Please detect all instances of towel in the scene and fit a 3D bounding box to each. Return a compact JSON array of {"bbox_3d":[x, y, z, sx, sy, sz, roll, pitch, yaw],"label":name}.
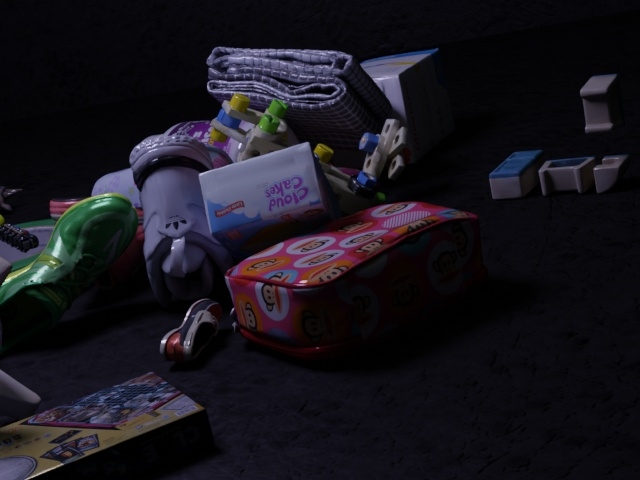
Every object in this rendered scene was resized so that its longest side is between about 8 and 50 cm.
[{"bbox_3d":[-0.040,-0.246,2.211,0.283,0.121,0.235,7,-11,24],"label":"towel"}]

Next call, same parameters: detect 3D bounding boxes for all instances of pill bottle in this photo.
[{"bbox_3d":[-0.190,-0.129,2.229,0.301,0.169,0.169,1,21,41],"label":"pill bottle"}]

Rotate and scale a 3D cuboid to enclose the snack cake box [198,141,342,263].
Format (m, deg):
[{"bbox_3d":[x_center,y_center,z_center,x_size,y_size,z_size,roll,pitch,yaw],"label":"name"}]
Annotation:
[{"bbox_3d":[-0.057,-0.037,1.720,0.152,0.089,0.264,-15,-15,6],"label":"snack cake box"}]

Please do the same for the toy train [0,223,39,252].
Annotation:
[{"bbox_3d":[-0.480,-0.006,2.002,0.036,0.027,0.158,-16,16,-27],"label":"toy train"}]

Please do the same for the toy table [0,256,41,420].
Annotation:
[{"bbox_3d":[-0.444,0.138,1.406,0.274,0.252,0.161,-44,3,7],"label":"toy table"}]

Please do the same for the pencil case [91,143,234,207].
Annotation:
[{"bbox_3d":[-0.262,-0.077,2.111,0.273,0.124,0.113,-14,1,39],"label":"pencil case"}]

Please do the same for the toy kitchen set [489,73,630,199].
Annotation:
[{"bbox_3d":[0.366,-0.164,1.932,0.207,0.166,0.122,-3,18,30],"label":"toy kitchen set"}]

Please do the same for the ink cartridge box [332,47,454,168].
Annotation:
[{"bbox_3d":[0.130,-0.252,2.411,0.168,0.171,0.232,-4,17,27],"label":"ink cartridge box"}]

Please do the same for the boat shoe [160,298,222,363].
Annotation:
[{"bbox_3d":[-0.152,0.113,1.577,0.043,0.049,0.137,-2,21,23],"label":"boat shoe"}]

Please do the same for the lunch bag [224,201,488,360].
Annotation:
[{"bbox_3d":[0.032,0.039,1.565,0.293,0.120,0.258,-23,18,-32],"label":"lunch bag"}]

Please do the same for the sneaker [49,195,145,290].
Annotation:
[{"bbox_3d":[-0.321,0.012,1.960,0.116,0.136,0.314,-1,-5,23],"label":"sneaker"}]

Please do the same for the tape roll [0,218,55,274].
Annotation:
[{"bbox_3d":[-0.512,0.049,2.025,0.321,0.077,0.321,-12,16,3],"label":"tape roll"}]

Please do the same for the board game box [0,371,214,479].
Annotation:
[{"bbox_3d":[-0.253,0.214,1.310,0.243,0.042,0.165,-19,17,-23],"label":"board game box"}]

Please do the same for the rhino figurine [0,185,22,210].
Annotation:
[{"bbox_3d":[-0.736,-0.069,2.617,0.243,0.073,0.106,-17,12,-22],"label":"rhino figurine"}]

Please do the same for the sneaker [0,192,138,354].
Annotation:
[{"bbox_3d":[-0.361,0.057,1.750,0.295,0.109,0.123,-43,34,-1],"label":"sneaker"}]

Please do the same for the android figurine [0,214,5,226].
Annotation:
[{"bbox_3d":[-0.724,-0.003,2.411,0.248,0.056,0.273,-9,18,13],"label":"android figurine"}]

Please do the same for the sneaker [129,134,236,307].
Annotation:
[{"bbox_3d":[-0.185,0.002,1.849,0.137,0.210,0.366,-11,-19,4],"label":"sneaker"}]

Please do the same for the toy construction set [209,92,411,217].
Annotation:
[{"bbox_3d":[-0.008,-0.127,2.002,0.327,0.151,0.215,7,25,-15],"label":"toy construction set"}]

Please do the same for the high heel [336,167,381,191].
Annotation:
[{"bbox_3d":[-0.006,-0.056,2.079,0.244,0.117,0.082,2,-28,-26],"label":"high heel"}]
